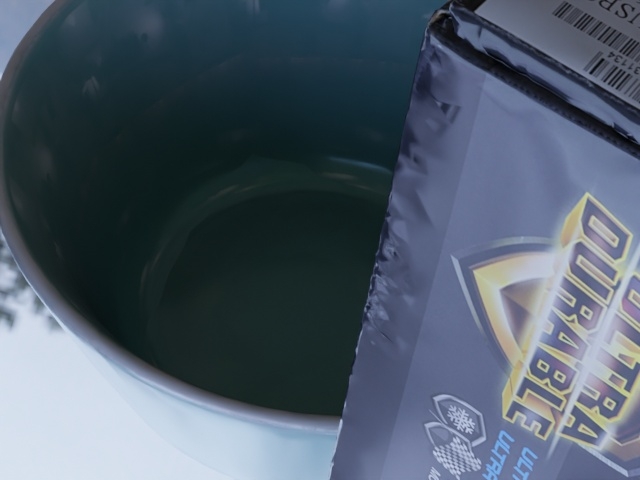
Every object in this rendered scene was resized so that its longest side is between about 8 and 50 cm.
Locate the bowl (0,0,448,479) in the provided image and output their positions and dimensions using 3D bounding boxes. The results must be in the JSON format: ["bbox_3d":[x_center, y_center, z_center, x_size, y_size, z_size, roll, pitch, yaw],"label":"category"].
[{"bbox_3d":[0.000,0.000,0.762,0.311,0.311,0.163,19,142,10],"label":"bowl"}]

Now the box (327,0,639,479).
[{"bbox_3d":[0.141,0.097,0.417,0.293,0.073,0.295,36,146,18],"label":"box"}]
